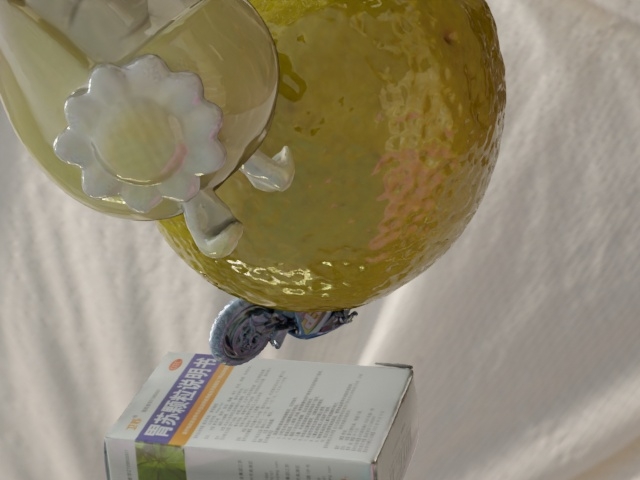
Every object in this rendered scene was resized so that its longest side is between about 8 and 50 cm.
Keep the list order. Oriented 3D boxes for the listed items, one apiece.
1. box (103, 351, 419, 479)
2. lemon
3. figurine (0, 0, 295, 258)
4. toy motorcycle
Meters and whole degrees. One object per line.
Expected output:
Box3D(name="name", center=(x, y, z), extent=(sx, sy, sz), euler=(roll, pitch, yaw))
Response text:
Box3D(name="box", center=(-0.059, 0.220, 1.737), extent=(0.299, 0.200, 0.106), euler=(2, -65, 16))
Box3D(name="lemon", center=(-0.003, -0.082, 1.040), extent=(0.267, 0.267, 0.267), euler=(11, -66, 26))
Box3D(name="figurine", center=(-0.166, -0.146, 0.681), extent=(0.394, 0.226, 0.274), euler=(48, -56, -4))
Box3D(name="toy motorcycle", center=(0.000, 0.000, 1.344), extent=(0.092, 0.135, 0.254), euler=(35, -80, 40))
